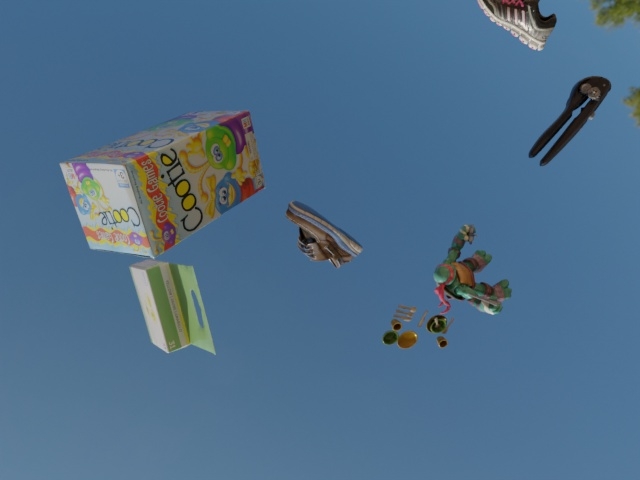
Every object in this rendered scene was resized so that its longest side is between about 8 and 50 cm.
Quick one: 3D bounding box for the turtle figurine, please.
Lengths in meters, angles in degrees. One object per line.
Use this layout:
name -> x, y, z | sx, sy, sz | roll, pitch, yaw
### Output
turtle figurine -> 0.274, 0.061, 1.042 | 0.234, 0.118, 0.175 | 11, -117, -55

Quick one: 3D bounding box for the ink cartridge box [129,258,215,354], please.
ink cartridge box -> -0.284, 0.126, 1.056 | 0.056, 0.235, 0.171 | -18, -79, -30

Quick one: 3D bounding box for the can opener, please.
can opener -> 0.444, -0.212, 0.995 | 0.059, 0.073, 0.186 | 36, -86, 22

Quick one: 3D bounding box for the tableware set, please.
tableware set -> 0.211, 0.198, 1.202 | 0.154, 0.104, 0.024 | 16, -158, -22

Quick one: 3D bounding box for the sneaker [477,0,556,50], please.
sneaker -> 0.379, -0.442, 1.072 | 0.170, 0.075, 0.063 | 34, -138, -4

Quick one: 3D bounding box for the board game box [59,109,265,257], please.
board game box -> -0.234, -0.102, 0.889 | 0.275, 0.144, 0.142 | -42, -50, -49

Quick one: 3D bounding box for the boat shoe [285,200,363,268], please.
boat shoe -> 0.000, 0.000, 0.898 | 0.183, 0.066, 0.066 | 34, -173, -45
